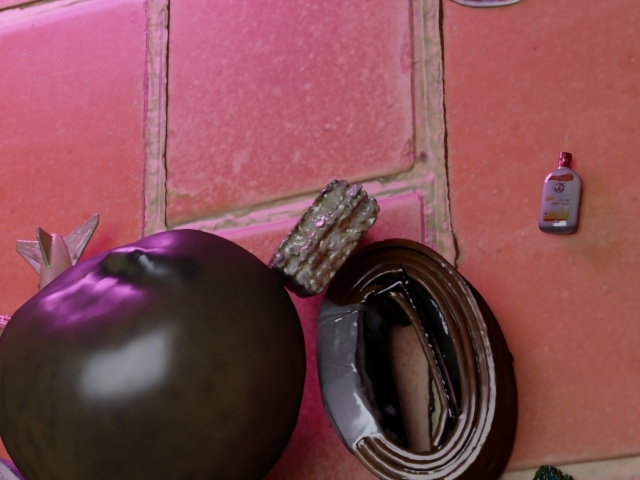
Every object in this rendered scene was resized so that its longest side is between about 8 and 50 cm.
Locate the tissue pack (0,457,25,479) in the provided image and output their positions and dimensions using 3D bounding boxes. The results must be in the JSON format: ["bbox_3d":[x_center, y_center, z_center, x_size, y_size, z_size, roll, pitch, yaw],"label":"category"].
[{"bbox_3d":[-0.244,0.336,1.719,0.246,0.148,0.092,35,89,35],"label":"tissue pack"}]

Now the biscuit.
[{"bbox_3d":[0.000,0.000,1.684,0.062,0.239,0.108,37,85,-1],"label":"biscuit"}]

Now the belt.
[{"bbox_3d":[0.091,0.131,1.657,0.184,0.105,0.261,-27,64,13],"label":"belt"}]

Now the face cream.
[{"bbox_3d":[0.241,-0.048,1.699,0.040,0.021,0.083,0,70,26],"label":"face cream"}]

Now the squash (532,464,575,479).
[{"bbox_3d":[0.181,0.293,1.580,0.052,0.052,0.183,28,81,32],"label":"squash"}]

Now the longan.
[{"bbox_3d":[-0.163,0.136,1.663,0.319,0.319,0.318,-10,66,23],"label":"longan"}]

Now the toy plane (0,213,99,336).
[{"bbox_3d":[-0.284,0.092,1.867,0.229,0.092,0.244,-17,64,18],"label":"toy plane"}]

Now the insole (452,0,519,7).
[{"bbox_3d":[0.141,-0.289,1.855,0.197,0.004,0.065,13,77,30],"label":"insole"}]
